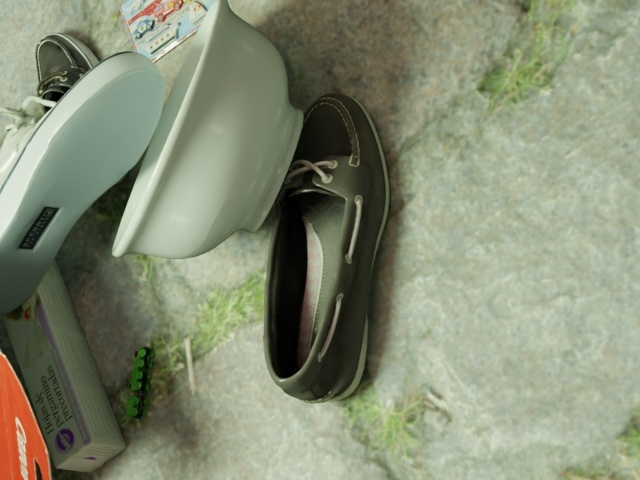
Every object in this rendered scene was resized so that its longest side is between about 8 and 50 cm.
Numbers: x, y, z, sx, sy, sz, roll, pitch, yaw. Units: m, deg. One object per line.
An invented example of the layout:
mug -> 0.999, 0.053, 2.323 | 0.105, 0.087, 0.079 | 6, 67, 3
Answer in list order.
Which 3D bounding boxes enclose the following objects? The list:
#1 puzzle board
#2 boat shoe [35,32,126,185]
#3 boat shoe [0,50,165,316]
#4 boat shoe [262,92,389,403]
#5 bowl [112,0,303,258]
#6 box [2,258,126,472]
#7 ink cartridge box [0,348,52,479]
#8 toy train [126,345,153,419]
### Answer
puzzle board -> -0.180, -0.275, 1.854 | 0.128, 0.011, 0.096 | -33, 63, 23
boat shoe -> -0.301, -0.163, 1.867 | 0.080, 0.076, 0.228 | -33, 63, 23
boat shoe -> -0.320, -0.091, 1.764 | 0.367, 0.136, 0.156 | -53, 55, 22
boat shoe -> 0.000, 0.000, 1.622 | 0.112, 0.095, 0.335 | -5, 77, 32
bowl -> -0.106, -0.097, 1.654 | 0.134, 0.298, 0.298 | 23, 93, -9
box -> -0.318, 0.114, 1.822 | 0.063, 0.067, 0.324 | -36, 63, 21
ink cartridge box -> -0.408, 0.178, 1.739 | 0.091, 0.308, 0.385 | -21, 57, -22
toy train -> -0.205, 0.161, 1.767 | 0.023, 0.017, 0.083 | -2, 78, 43
